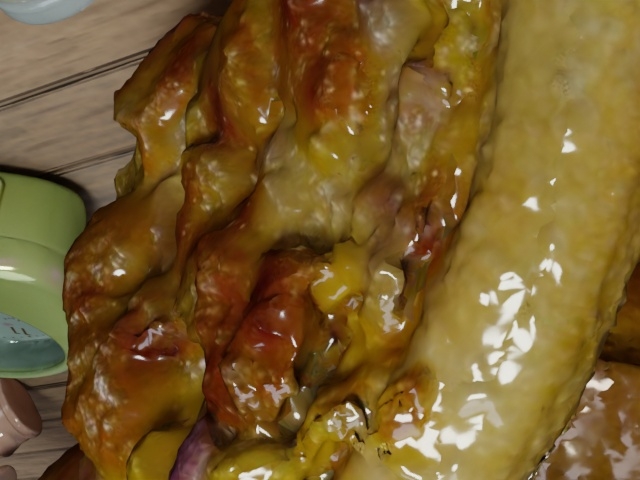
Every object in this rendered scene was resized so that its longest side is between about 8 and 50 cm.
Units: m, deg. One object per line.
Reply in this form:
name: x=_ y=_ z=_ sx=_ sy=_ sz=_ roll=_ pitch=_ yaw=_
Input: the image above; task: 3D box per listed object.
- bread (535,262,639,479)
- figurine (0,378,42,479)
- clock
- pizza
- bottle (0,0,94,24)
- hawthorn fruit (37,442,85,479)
bread: x=0.115 y=0.097 z=0.821 sx=0.312 sy=0.172 sz=0.312 roll=5 pitch=152 yaw=3
figurine: x=-0.348 y=0.159 z=1.163 sx=0.275 sy=0.133 sz=0.200 roll=2 pitch=172 yaw=18
clock: x=-0.207 y=0.029 z=0.902 sx=0.170 sy=0.069 sz=0.232 roll=6 pitch=157 yaw=5
pizza: x=0.000 y=0.000 z=0.550 sx=0.114 sy=0.278 sz=0.409 roll=19 pitch=119 yaw=-33
bottle: x=-0.139 y=-0.150 z=0.492 sx=0.060 sy=0.060 sz=0.217 roll=-2 pitch=154 yaw=24
hawthorn fruit: x=-0.072 y=0.354 z=1.093 sx=0.471 sy=0.472 sz=0.472 roll=8 pitch=156 yaw=3
